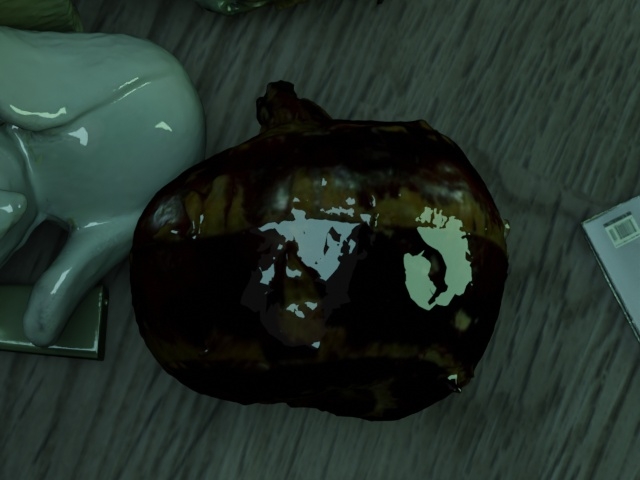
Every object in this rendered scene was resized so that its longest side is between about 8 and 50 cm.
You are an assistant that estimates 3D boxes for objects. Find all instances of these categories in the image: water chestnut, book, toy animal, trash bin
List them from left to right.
[{"bbox_3d":[-0.226,-0.066,1.443,0.174,0.249,0.289,21,63,46],"label":"toy animal"},{"bbox_3d":[-0.224,0.065,1.532,0.092,0.043,0.061,4,83,3],"label":"trash bin"},{"bbox_3d":[0.000,0.000,1.429,0.300,0.300,0.300,0,82,-1],"label":"water chestnut"},{"bbox_3d":[0.313,0.039,1.555,0.127,0.014,0.181,-27,83,-4],"label":"book"}]

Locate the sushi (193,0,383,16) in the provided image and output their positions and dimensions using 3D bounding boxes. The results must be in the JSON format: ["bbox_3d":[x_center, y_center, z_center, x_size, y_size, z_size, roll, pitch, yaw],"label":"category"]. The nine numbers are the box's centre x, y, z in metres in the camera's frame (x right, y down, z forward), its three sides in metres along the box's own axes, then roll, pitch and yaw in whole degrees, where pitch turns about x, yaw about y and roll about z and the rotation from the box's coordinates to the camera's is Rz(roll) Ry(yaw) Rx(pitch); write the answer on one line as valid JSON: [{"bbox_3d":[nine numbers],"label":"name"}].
[{"bbox_3d":[-0.034,-0.384,1.524,0.417,0.176,0.417,0,83,-1],"label":"sushi"}]

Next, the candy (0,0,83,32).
[{"bbox_3d":[-0.289,-0.218,1.430,0.179,0.320,0.135,-15,84,-7],"label":"candy"}]
